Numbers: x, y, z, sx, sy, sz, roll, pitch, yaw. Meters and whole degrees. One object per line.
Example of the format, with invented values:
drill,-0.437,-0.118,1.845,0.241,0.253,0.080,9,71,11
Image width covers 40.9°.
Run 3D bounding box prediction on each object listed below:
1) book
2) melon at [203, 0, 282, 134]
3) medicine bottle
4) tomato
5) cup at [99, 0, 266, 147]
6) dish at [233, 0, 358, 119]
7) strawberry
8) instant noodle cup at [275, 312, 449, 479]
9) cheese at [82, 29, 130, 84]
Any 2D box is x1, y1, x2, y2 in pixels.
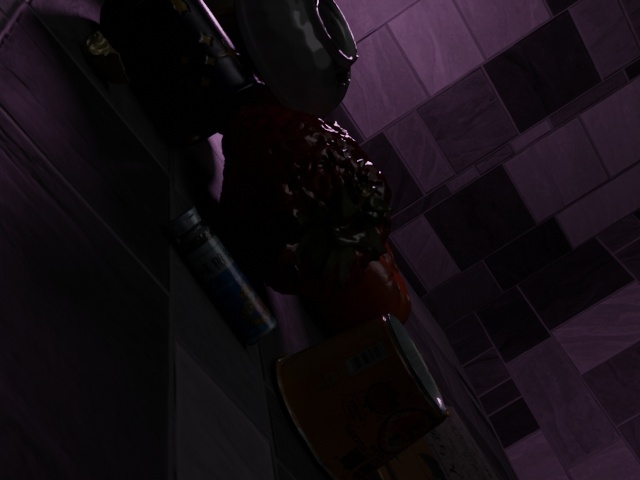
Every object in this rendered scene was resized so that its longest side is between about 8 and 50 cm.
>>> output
book,0.185,0.371,1.408,0.389,0.032,0.269,19,32,-50
melon,-0.157,-0.338,1.664,0.330,0.268,0.268,37,20,-48
medicine bottle,-0.128,0.046,1.109,0.191,0.051,0.051,55,8,-9
tomato,0.063,0.080,1.671,0.260,0.180,0.260,53,10,-14
cup,-0.215,-0.318,1.456,0.256,0.178,0.255,56,29,3
dish,-0.021,-0.340,1.472,0.303,0.120,0.303,46,30,-37
strawberry,-0.049,-0.085,1.399,0.351,0.267,0.312,36,-31,58
instant noodle cup,0.063,0.210,1.177,0.216,0.172,0.216,56,9,-14
cheese,-0.309,-0.259,1.241,0.084,0.041,0.060,49,-6,38
